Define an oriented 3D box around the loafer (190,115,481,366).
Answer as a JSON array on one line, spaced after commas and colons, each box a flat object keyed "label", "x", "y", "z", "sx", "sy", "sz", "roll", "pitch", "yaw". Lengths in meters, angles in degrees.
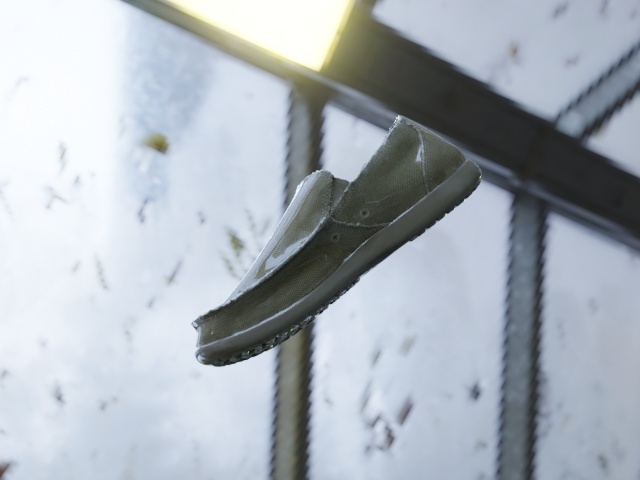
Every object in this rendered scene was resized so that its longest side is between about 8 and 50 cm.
[{"label": "loafer", "x": 0.000, "y": 0.000, "z": 0.819, "sx": 0.148, "sy": 0.050, "sz": 0.056, "roll": -36, "pitch": -5, "yaw": -16}]
